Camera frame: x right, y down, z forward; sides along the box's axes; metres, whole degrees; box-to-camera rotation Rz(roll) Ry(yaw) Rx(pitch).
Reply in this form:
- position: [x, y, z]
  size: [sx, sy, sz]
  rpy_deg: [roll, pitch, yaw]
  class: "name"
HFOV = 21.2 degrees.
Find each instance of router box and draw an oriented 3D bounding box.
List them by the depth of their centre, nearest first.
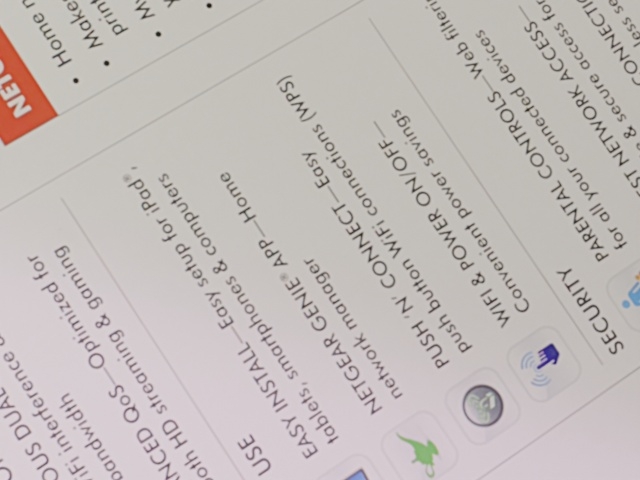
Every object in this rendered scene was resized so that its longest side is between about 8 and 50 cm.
- position: [0.000, 0.000, 0.374]
  size: [0.301, 0.082, 0.335]
  rpy_deg: [-31, 85, -16]
  class: "router box"
